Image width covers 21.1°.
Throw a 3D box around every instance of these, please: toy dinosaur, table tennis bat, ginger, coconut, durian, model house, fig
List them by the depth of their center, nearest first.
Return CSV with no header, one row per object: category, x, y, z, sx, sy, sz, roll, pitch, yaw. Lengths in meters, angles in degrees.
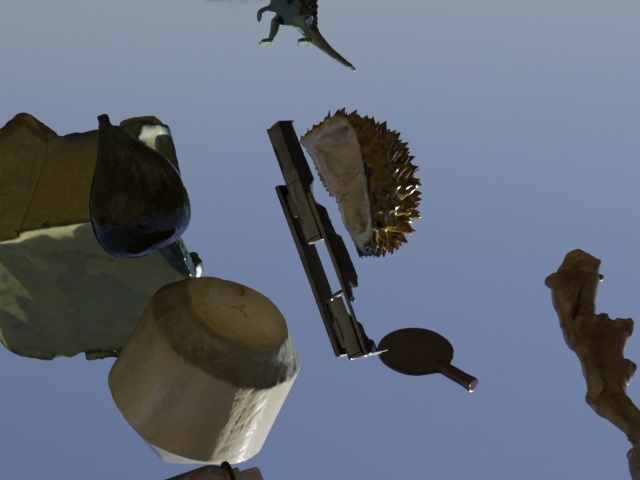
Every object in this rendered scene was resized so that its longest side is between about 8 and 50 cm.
ginger,0.328,0.140,1.949,0.089,0.288,0.075,-12,153,-15
fig,-0.214,-0.066,1.977,0.117,0.177,0.117,-16,152,-9
coconut,-0.138,0.162,1.995,0.202,0.222,0.202,24,-154,-12
toy dinosaur,-0.026,-0.281,2.107,0.187,0.106,0.044,13,156,-33
model house,-0.302,-0.022,2.254,0.321,0.261,0.266,-11,-133,15
durian,0.076,-0.086,2.389,0.138,0.183,0.249,6,-138,-25
table tennis bat,0.157,0.129,2.446,0.107,0.119,0.170,-29,-138,-35

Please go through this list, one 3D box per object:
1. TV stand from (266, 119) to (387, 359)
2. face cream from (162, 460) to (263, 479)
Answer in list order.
TV stand,0.000,0.000,1.697,0.042,0.249,0.036,-27,168,35
face cream,-0.171,0.299,1.875,0.229,0.075,0.075,-19,-163,-12
